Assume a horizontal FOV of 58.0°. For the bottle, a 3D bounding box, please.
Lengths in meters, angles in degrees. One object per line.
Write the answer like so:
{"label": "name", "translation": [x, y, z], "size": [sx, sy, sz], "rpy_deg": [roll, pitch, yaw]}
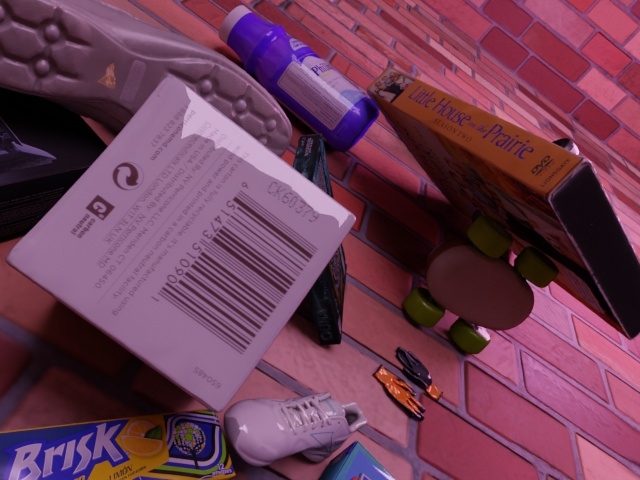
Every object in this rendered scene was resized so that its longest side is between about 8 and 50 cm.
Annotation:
{"label": "bottle", "translation": [-0.037, -0.264, 0.936], "size": [0.283, 0.092, 0.118], "rpy_deg": [41, 28, 1]}

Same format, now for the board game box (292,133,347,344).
{"label": "board game box", "translation": [0.000, 0.000, 0.605], "size": [0.026, 0.186, 0.126], "rpy_deg": [-5, 36, 10]}

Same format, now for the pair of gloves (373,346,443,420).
{"label": "pair of gloves", "translation": [0.101, 0.159, 0.649], "size": [0.074, 0.010, 0.083], "rpy_deg": [48, 33, 12]}

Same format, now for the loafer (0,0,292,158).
{"label": "loafer", "translation": [-0.166, -0.148, 0.512], "size": [0.319, 0.112, 0.111], "rpy_deg": [21, 19, -38]}

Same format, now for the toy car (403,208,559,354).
{"label": "toy car", "translation": [0.203, 0.028, 0.788], "size": [0.149, 0.155, 0.188], "rpy_deg": [31, 24, -14]}

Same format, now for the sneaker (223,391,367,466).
{"label": "sneaker", "translation": [-0.017, 0.145, 0.468], "size": [0.152, 0.061, 0.053], "rpy_deg": [25, 33, -54]}

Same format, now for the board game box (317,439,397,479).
{"label": "board game box", "translation": [0.030, 0.272, 0.410], "size": [0.160, 0.047, 0.210], "rpy_deg": [44, 34, 6]}

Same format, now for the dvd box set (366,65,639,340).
{"label": "dvd box set", "translation": [0.249, -0.071, 0.807], "size": [0.307, 0.062, 0.420], "rpy_deg": [44, 5, -36]}

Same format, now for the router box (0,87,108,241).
{"label": "router box", "translation": [-0.354, -0.091, 0.429], "size": [0.243, 0.081, 0.309], "rpy_deg": [47, 34, 10]}

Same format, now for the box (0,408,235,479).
{"label": "box", "translation": [-0.145, 0.152, 0.369], "size": [0.169, 0.059, 0.054], "rpy_deg": [6, 43, -41]}

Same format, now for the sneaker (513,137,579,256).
{"label": "sneaker", "translation": [0.382, -0.052, 0.992], "size": [0.178, 0.124, 0.295], "rpy_deg": [54, -9, 3]}

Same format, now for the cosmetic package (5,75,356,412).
{"label": "cosmetic package", "translation": [-0.096, 0.013, 0.425], "size": [0.151, 0.184, 0.151], "rpy_deg": [37, 72, -6]}
